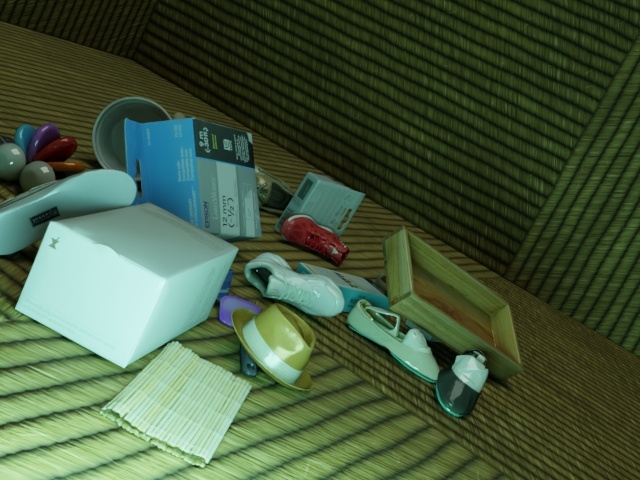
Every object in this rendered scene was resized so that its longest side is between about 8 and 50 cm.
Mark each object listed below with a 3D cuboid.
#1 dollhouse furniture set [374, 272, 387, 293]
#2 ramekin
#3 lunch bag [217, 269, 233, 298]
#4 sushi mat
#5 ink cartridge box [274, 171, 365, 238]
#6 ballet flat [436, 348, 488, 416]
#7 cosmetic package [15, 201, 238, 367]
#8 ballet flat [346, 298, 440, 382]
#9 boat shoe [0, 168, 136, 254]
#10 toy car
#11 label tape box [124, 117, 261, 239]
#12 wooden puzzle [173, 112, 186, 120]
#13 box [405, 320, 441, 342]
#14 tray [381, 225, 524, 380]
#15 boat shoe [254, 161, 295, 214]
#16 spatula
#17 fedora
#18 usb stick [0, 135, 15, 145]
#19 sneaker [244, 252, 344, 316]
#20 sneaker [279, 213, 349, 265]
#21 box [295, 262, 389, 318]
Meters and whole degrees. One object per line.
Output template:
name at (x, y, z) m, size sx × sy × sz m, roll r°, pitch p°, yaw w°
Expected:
dollhouse furniture set at (0.231, 0.107, 2.527) m, size 0.129 × 0.129 × 0.184 m, roll 14°, pitch 18°, yaw -47°
ramekin at (-0.446, -0.244, 2.391) m, size 0.207 × 0.207 × 0.109 m, roll 28°, pitch 3°, yaw 2°
lunch bag at (-0.212, 0.080, 1.826) m, size 0.067 × 0.065 × 0.098 m, roll 16°, pitch 5°, yaw 33°
sushi mat at (-0.191, 0.221, 1.368) m, size 0.151 × 0.019 × 0.316 m, roll 28°, pitch 11°, yaw 1°
ink cartridge box at (0.000, -0.082, 2.699) m, size 0.066 × 0.189 × 0.232 m, roll 39°, pitch 16°, yaw 29°
ballet flat at (0.298, 0.276, 2.010) m, size 0.095 × 0.096 × 0.280 m, roll 37°, pitch 13°, yaw 4°
cosmetic package at (-0.289, 0.054, 1.537) m, size 0.197 × 0.155 × 0.365 m, roll 28°, pitch 12°, yaw 9°
ballet flat at (0.165, 0.206, 2.071) m, size 0.248 × 0.086 × 0.086 m, roll 32°, pitch 13°, yaw 22°
boat shoe at (-0.440, -0.054, 1.611) m, size 0.268 × 0.096 × 0.088 m, roll -28°, pitch 29°, yaw -24°
toy car at (-0.553, -0.165, 1.949) m, size 0.182 × 0.136 × 0.159 m, roll 30°, pitch 12°, yaw 15°
label tape box at (-0.271, -0.128, 2.110) m, size 0.115 × 0.249 × 0.348 m, roll -8°, pitch -7°, yaw 26°
wooden puzzle at (-0.282, -0.170, 2.366) m, size 0.221 × 0.044 × 0.238 m, roll -109°, pitch 177°, yaw -45°
box at (0.282, 0.185, 2.373) m, size 0.087 × 0.102 × 0.101 m, roll 33°, pitch 13°, yaw 37°
tray at (0.305, 0.150, 2.241) m, size 0.411 × 0.076 × 0.202 m, roll 33°, pitch 37°, yaw -33°
boat shoe at (-0.183, -0.155, 2.770) m, size 0.341 × 0.121 × 0.110 m, roll 16°, pitch 15°, yaw -47°
spatula at (-0.134, 0.166, 1.701) m, size 0.084 × 0.030 × 0.296 m, roll 23°, pitch 13°, yaw -14°
fedora at (-0.063, 0.166, 1.645) m, size 0.194 × 0.079 × 0.194 m, roll 41°, pitch 12°, yaw -11°
usb stick at (-0.722, -0.202, 1.960) m, size 0.077 × 0.045 × 0.278 m, roll 33°, pitch 12°, yaw 30°
sneaker at (-0.064, 0.104, 2.034) m, size 0.232 × 0.090 × 0.115 m, roll 22°, pitch 16°, yaw 20°
sneaker at (0.000, 0.000, 2.596) m, size 0.221 × 0.087 × 0.128 m, roll 12°, pitch 18°, yaw -49°
box at (0.052, 0.119, 2.249) m, size 0.244 × 0.060 × 0.100 m, roll 16°, pitch 16°, yaw -43°
